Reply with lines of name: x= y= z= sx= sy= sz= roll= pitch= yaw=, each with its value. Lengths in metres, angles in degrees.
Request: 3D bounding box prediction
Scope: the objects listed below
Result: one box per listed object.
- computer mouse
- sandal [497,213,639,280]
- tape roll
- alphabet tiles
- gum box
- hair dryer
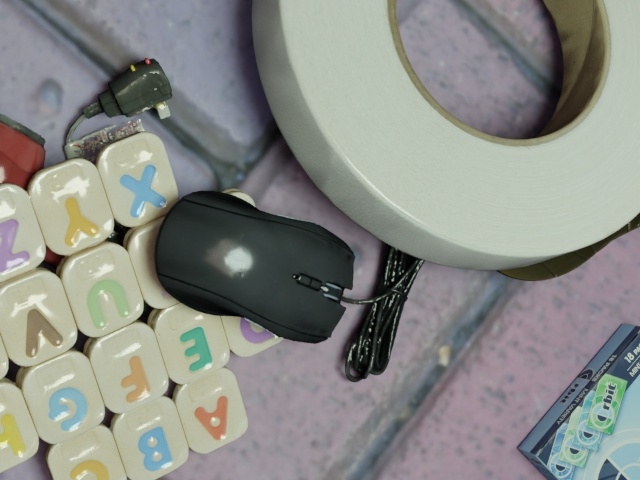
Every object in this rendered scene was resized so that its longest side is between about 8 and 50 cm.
computer mouse: x=0.000 y=0.000 z=1.094 sx=0.262 sy=0.060 sz=0.184 roll=28 pitch=80 yaw=-37
sandal: x=0.216 y=-0.025 z=1.209 sx=0.219 sy=0.060 sz=0.090 roll=-25 pitch=99 yaw=-31
tape roll: x=0.134 y=-0.170 z=1.124 sx=0.392 sy=0.072 sz=0.392 roll=5 pitch=78 yaw=-22
alphabet tiles: x=-0.162 y=0.068 z=1.059 sx=0.284 sy=0.021 sz=0.278 roll=-23 pitch=113 yaw=-23
gum box: x=0.296 y=0.196 z=1.244 sx=0.184 sy=0.041 sz=0.157 roll=46 pitch=78 yaw=-15
hair dryer: x=-0.207 y=0.001 z=1.055 sx=0.293 sy=0.080 sz=0.223 roll=-23 pitch=99 yaw=-16
